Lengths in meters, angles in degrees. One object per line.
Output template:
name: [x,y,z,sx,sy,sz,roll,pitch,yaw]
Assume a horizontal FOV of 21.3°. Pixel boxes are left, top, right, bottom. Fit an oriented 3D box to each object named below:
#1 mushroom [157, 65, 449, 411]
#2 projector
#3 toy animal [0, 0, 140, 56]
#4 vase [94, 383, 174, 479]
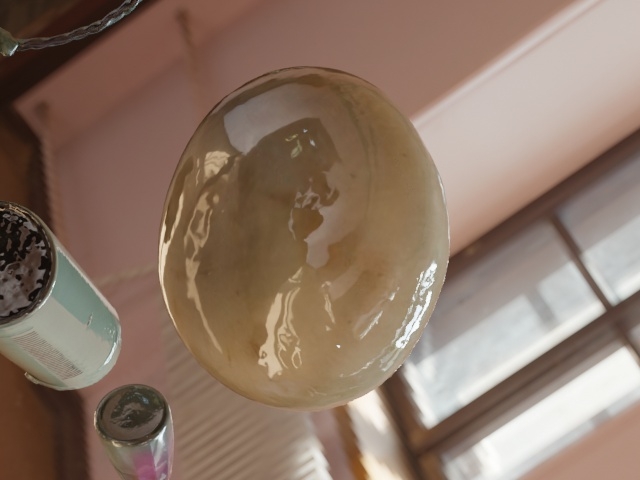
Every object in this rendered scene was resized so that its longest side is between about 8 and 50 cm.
mushroom: [0.000,0.000,1.798,0.294,0.362,0.362,7,42,-40]
projector: [-0.249,0.056,1.482,0.108,0.108,0.337,57,-5,12]
toy animal: [-0.134,-0.208,1.265,0.079,0.253,0.070,55,13,15]
vase: [-0.205,0.261,1.982,0.214,0.086,0.086,85,-17,-49]
